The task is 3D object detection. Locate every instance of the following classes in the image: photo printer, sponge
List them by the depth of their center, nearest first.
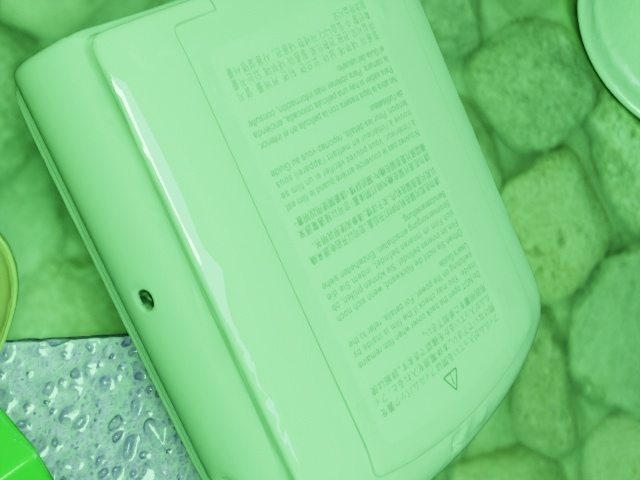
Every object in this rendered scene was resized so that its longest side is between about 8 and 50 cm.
[{"bbox_3d":[-0.131,0.112,0.586,0.210,0.031,0.117,-1,87,-27],"label":"sponge"},{"bbox_3d":[0.000,0.000,0.596,0.256,0.107,0.307,-33,103,-40],"label":"photo printer"}]

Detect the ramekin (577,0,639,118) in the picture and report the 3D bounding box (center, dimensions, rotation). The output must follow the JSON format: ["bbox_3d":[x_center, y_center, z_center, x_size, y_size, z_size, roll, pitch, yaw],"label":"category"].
[{"bbox_3d":[0.301,-0.174,0.732,0.207,0.207,0.109,52,58,-15],"label":"ramekin"}]

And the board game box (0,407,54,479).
[{"bbox_3d":[-0.229,0.241,0.445,0.316,0.064,0.242,-37,137,-23],"label":"board game box"}]

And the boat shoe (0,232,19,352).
[{"bbox_3d":[-0.264,0.116,0.454,0.121,0.110,0.341,41,76,-9],"label":"boat shoe"}]
